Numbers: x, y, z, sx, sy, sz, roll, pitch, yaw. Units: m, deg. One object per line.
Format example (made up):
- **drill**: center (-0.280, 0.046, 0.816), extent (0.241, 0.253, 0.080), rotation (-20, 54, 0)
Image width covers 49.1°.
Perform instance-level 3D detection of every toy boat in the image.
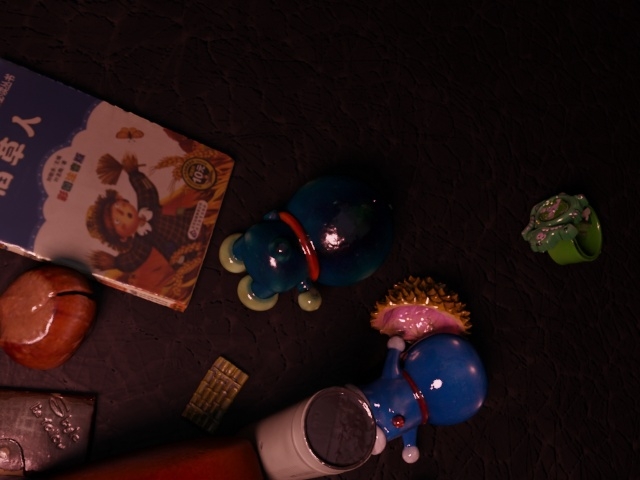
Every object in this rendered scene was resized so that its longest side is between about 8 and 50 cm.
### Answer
- **toy boat**: center (-0.171, 0.252, 1.141), extent (0.063, 0.016, 0.115), rotation (37, 61, -10)

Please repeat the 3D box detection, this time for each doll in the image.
- **doll**: center (-0.001, -0.001, 1.214), extent (0.322, 0.186, 0.199), rotation (-30, 87, -27)
- **doll**: center (0.170, 0.268, 1.230), extent (0.256, 0.161, 0.215), rotation (-19, 99, -13)

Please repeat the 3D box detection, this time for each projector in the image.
- **projector**: center (-0.037, 0.292, 1.006), extent (0.108, 0.337, 0.108), rotation (9, 65, -20)

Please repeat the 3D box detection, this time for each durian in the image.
- **durian**: center (0.196, 0.138, 1.303), extent (0.182, 0.165, 0.132), rotation (26, 94, 10)

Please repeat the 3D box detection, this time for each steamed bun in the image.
- **steamed bun**: center (-0.246, 0.392, 0.893), extent (0.379, 0.248, 0.235), rotation (-12, 77, -14)

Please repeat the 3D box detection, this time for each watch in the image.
- **watch**: center (0.529, -0.008, 1.512), extent (0.152, 0.131, 0.165), rotation (44, 54, -26)

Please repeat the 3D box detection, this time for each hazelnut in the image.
- **hazelnut**: center (-0.398, 0.112, 1.028), extent (0.143, 0.143, 0.154), rotation (15, 74, -20)

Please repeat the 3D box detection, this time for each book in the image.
- **book**: center (-0.377, -0.090, 1.151), extent (0.427, 0.039, 0.300), rotation (22, 65, -17)

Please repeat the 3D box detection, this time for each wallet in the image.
- **wallet**: center (-0.443, 0.272, 0.999), extent (0.232, 0.031, 0.122), rotation (11, 66, -22)
